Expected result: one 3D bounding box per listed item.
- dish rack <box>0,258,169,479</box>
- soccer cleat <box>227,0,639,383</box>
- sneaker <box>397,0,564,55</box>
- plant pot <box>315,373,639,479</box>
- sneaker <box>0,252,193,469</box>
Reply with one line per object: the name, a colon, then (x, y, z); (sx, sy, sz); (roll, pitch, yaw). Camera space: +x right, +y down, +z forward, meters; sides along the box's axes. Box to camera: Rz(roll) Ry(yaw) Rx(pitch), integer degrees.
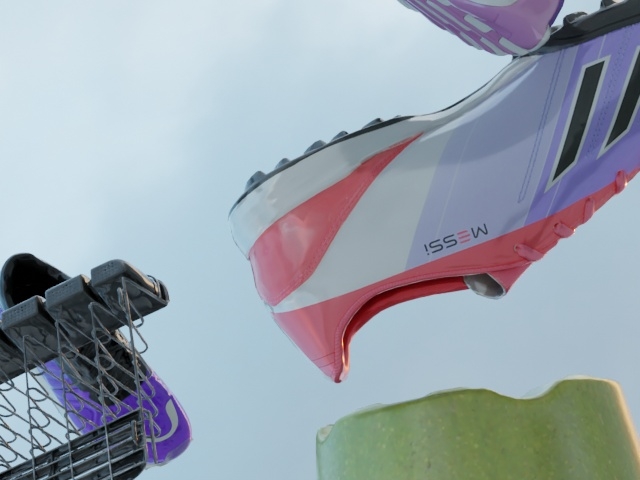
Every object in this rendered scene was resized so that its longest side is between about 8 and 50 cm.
dish rack: (-0.233, 0.151, 1.300); (0.074, 0.208, 0.271); (51, -163, -44)
soccer cleat: (0.112, -0.036, 0.773); (0.108, 0.318, 0.116); (66, 179, -74)
sneaker: (0.055, -0.177, 0.741); (0.095, 0.236, 0.104); (33, -82, -39)
plant pot: (0.103, 0.214, 0.803); (0.276, 0.276, 0.253); (8, -110, -49)
sneaker: (-0.255, 0.121, 1.545); (0.102, 0.293, 0.146); (-39, -22, -28)
